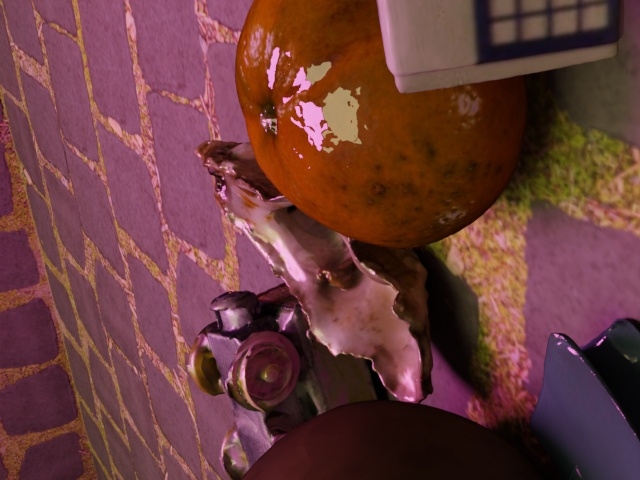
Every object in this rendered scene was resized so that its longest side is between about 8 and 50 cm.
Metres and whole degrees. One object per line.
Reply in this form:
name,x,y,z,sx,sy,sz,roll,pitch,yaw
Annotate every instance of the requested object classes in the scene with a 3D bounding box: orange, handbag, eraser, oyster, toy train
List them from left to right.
toy train,-0.029,0.168,0.882,0.134,0.177,0.261,3,112,60
oyster,0.004,0.000,0.792,0.341,0.110,0.166,41,146,37
orange,0.035,-0.106,0.596,0.240,0.171,0.240,37,137,43
eraser,0.072,-0.216,0.377,0.081,0.124,0.279,-86,-15,-54
handbag,0.215,0.175,0.539,0.144,0.057,0.221,94,159,-46

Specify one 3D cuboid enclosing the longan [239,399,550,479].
longan,0.052,0.304,0.642,0.361,0.360,0.361,39,139,43
